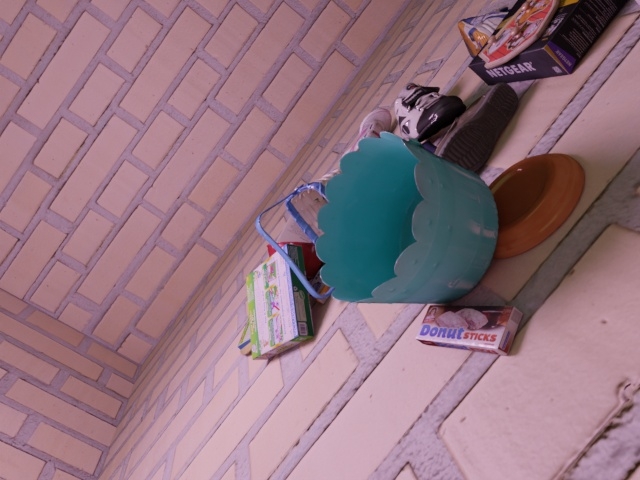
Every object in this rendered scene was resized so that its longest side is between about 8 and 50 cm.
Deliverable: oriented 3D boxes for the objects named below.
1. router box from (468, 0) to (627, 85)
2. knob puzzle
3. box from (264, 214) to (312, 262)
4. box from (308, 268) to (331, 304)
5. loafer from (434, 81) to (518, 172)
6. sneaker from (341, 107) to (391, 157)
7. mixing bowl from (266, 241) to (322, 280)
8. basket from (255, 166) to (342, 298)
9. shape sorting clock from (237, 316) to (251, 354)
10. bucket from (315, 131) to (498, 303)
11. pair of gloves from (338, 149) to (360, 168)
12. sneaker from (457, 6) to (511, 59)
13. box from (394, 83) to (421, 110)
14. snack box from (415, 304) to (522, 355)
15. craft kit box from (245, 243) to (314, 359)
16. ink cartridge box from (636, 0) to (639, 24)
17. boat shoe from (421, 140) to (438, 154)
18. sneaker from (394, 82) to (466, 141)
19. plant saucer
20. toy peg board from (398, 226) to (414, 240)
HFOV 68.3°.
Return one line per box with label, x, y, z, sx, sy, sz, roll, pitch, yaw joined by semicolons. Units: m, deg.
router box;0.485;-0.463;1.008;0.243;0.081;0.309;-53;16;6
knob puzzle;0.410;-0.442;0.977;0.213;0.030;0.213;-48;18;21
box;-0.104;0.052;1.537;0.275;0.113;0.094;-62;-3;-29
box;0.002;0.123;1.281;0.081;0.028;0.136;-56;14;-6
loafer;0.318;-0.220;0.993;0.251;0.094;0.087;-48;11;-13
sneaker;0.176;-0.340;1.622;0.252;0.103;0.111;-61;20;0
mixing bowl;-0.071;0.068;1.393;0.181;0.182;0.098;-22;63;61
basket;0.012;-0.030;1.181;0.289;0.254;0.201;-42;9;-34
shape sorting clock;-0.203;0.274;1.522;0.206;0.040;0.206;-49;20;25
bucket;0.134;-0.023;0.775;0.281;0.183;0.281;-28;56;54
pair of gloves;0.118;-0.182;1.397;0.204;0.042;0.240;3;57;38
sneaker;0.467;-0.572;1.291;0.131;0.112;0.296;-29;25;17
box;0.283;-0.373;1.356;0.101;0.102;0.087;-45;20;25
snack box;0.211;0.127;0.692;0.064;0.022;0.178;-61;18;-18
craft kit box;-0.118;0.171;1.269;0.247;0.061;0.249;-34;56;45
ink cartridge box;0.578;-0.456;0.768;0.181;0.062;0.104;-60;17;-17
boat shoe;0.207;-0.167;1.155;0.158;0.127;0.340;-46;25;5
sneaker;0.241;-0.319;1.150;0.123;0.146;0.330;-27;5;-3
plant saucer;0.317;-0.063;0.754;0.200;0.037;0.200;-48;17;20
toy peg board;0.215;-0.043;0.922;0.161;0.079;0.161;-56;16;-3
